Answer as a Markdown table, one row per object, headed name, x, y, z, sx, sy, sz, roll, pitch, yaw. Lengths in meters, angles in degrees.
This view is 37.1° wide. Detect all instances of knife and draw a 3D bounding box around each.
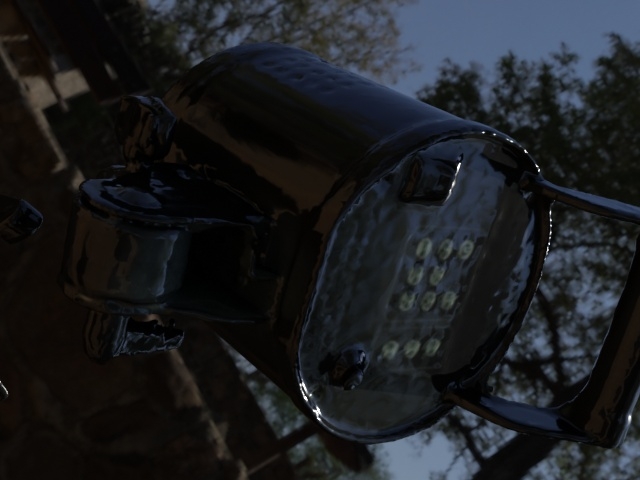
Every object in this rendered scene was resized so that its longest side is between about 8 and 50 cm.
| name | x | y | z | sx | sy | sz | roll | pitch | yaw |
| --- | --- | --- | --- | --- | --- | --- | --- | --- | --- |
| knife | -0.271 | -0.016 | 0.652 | 0.245 | 0.072 | 0.019 | 12 | -35 | 45 |

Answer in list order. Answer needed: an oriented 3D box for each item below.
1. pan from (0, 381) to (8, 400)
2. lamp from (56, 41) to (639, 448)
| name | x | y | z | sx | sy | sz | roll | pitch | yaw |
| --- | --- | --- | --- | --- | --- | --- | --- | --- | --- |
| pan | -0.357 | 0.080 | 0.909 | 0.028 | 0.136 | 0.235 | -104 | 177 | -54 |
| lamp | 0.011 | -0.010 | 0.640 | 0.272 | 0.374 | 0.205 | -130 | -127 | -61 |
